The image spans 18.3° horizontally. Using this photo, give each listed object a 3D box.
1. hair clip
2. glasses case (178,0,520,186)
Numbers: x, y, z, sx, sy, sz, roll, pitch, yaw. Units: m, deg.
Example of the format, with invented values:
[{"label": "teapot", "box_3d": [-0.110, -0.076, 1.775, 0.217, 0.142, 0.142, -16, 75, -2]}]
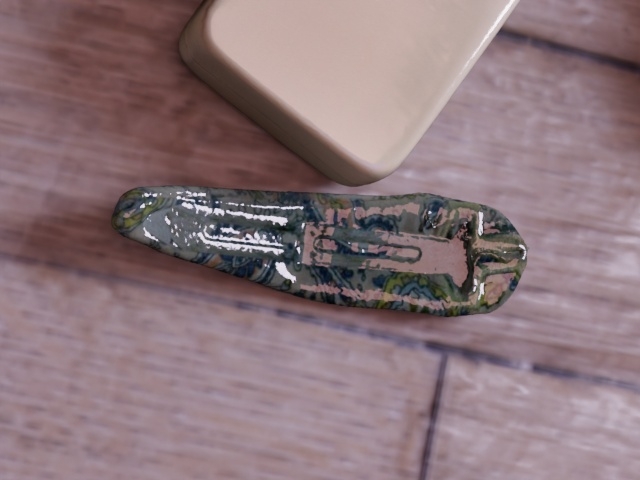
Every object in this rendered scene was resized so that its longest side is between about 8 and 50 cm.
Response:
[{"label": "hair clip", "box_3d": [0.000, 0.000, 1.040, 0.229, 0.036, 0.066, 7, 88, -20]}, {"label": "glasses case", "box_3d": [0.063, -0.184, 1.047, 0.131, 0.070, 0.313, 37, 78, -9]}]
